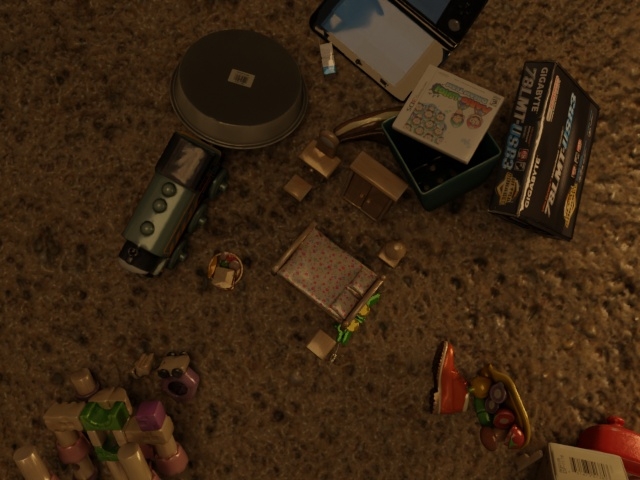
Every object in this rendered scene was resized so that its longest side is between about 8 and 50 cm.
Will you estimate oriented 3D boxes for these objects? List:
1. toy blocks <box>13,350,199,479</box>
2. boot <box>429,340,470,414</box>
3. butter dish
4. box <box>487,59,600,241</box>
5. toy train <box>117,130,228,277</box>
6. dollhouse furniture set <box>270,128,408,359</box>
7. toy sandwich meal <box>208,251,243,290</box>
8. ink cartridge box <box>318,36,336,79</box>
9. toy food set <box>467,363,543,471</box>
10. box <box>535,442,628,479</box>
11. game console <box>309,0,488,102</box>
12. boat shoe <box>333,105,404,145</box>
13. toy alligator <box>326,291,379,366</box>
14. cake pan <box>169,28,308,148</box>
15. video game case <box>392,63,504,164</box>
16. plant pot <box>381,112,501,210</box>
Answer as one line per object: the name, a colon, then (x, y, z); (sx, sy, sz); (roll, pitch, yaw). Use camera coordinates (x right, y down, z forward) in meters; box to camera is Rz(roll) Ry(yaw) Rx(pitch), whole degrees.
toy blocks: (-0.403, 0.434, 1.449); (0.288, 0.309, 0.260); (-6, 120, 14)
boot: (0.278, 0.289, 1.476); (0.085, 0.059, 0.158); (3, 96, 0)
butter dish: (0.594, 0.416, 1.421); (0.160, 0.160, 0.118); (18, 65, 3)
box: (0.448, -0.164, 1.374); (0.073, 0.293, 0.295); (13, 88, 37)
toy train: (-0.309, -0.073, 1.451); (0.142, 0.190, 0.334); (30, 89, 4)
dollhouse furniture set: (0.000, 0.000, 1.396); (0.303, 0.174, 0.355); (38, 74, 5)
toy sandwich meal: (-0.209, 0.066, 1.520); (0.085, 0.029, 0.085); (0, 88, 3)
ink cartridge box: (0.016, -0.397, 1.518); (0.028, 0.048, 0.083); (-9, 88, 3)
toy food set: (0.354, 0.361, 1.410); (0.071, 0.128, 0.218); (-12, 68, -20)
box: (0.476, 0.558, 1.351); (0.148, 0.121, 0.311); (11, 118, 4)
game console: (0.156, -0.485, 1.461); (0.293, 0.250, 0.173); (40, 64, 4)
boat shoe: (0.160, -0.232, 1.484); (0.257, 0.095, 0.095); (-15, 93, 2)
toy alligator: (0.054, 0.177, 1.489); (0.051, 0.056, 0.189); (36, 90, 4)
cake pan: (-0.167, -0.326, 1.461); (0.293, 0.054, 0.293); (4, 64, -8)
video game case: (0.234, -0.234, 1.285); (0.157, 0.019, 0.143); (29, 81, 16)
plant pot: (0.238, -0.157, 1.397); (0.166, 0.234, 0.165); (-27, 72, 1)
